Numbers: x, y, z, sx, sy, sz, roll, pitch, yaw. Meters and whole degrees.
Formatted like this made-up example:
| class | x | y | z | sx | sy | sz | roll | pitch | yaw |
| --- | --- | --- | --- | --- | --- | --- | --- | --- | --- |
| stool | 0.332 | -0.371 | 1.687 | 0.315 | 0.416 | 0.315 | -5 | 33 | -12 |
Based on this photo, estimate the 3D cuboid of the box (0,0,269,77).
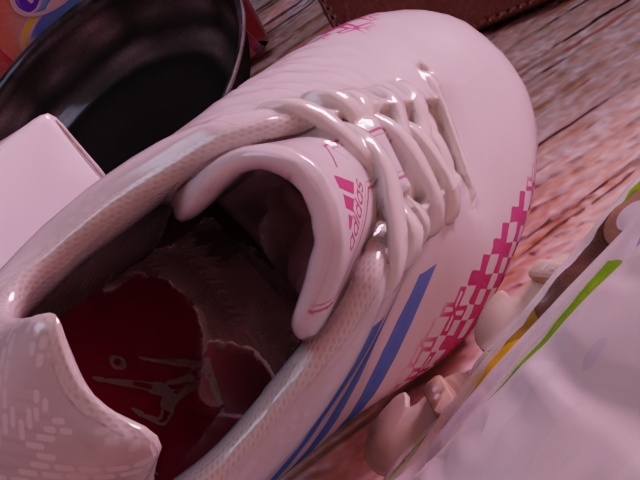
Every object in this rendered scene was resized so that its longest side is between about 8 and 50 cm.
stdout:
| class | x | y | z | sx | sy | sz | roll | pitch | yaw |
| --- | --- | --- | --- | --- | --- | --- | --- | --- | --- |
| box | -0.160 | -0.164 | 1.187 | 0.154 | 0.142 | 0.300 | -31 | 22 | -6 |

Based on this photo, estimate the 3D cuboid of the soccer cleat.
| class | x | y | z | sx | sy | sz | roll | pitch | yaw |
| --- | --- | --- | --- | --- | --- | --- | --- | --- | --- |
| soccer cleat | 0.000 | 0.000 | 0.607 | 0.331 | 0.116 | 0.143 | -44 | -3 | -44 |

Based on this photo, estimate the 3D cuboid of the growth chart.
| class | x | y | z | sx | sy | sz | roll | pitch | yaw |
| --- | --- | --- | --- | --- | --- | --- | --- | --- | --- |
| growth chart | 0.086 | 0.029 | 0.528 | 0.237 | 0.021 | 0.172 | -45 | 17 | 8 |

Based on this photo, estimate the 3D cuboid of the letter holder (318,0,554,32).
| class | x | y | z | sx | sy | sz | roll | pitch | yaw |
| --- | --- | --- | --- | --- | --- | --- | --- | --- | --- |
| letter holder | 0.115 | -0.250 | 0.935 | 0.302 | 0.214 | 0.152 | -21 | 23 | 20 |

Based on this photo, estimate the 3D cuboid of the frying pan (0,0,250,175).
| class | x | y | z | sx | sy | sz | roll | pitch | yaw |
| --- | --- | --- | --- | --- | --- | --- | --- | --- | --- |
| frying pan | -0.104 | -0.103 | 0.992 | 0.197 | 0.053 | 0.326 | -23 | 42 | 29 |

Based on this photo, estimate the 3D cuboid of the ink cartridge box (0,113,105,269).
| class | x | y | z | sx | sy | sz | roll | pitch | yaw |
| --- | --- | --- | --- | --- | --- | --- | --- | --- | --- |
| ink cartridge box | -0.178 | 0.066 | 0.710 | 0.237 | 0.100 | 0.172 | -22 | 20 | 49 |
